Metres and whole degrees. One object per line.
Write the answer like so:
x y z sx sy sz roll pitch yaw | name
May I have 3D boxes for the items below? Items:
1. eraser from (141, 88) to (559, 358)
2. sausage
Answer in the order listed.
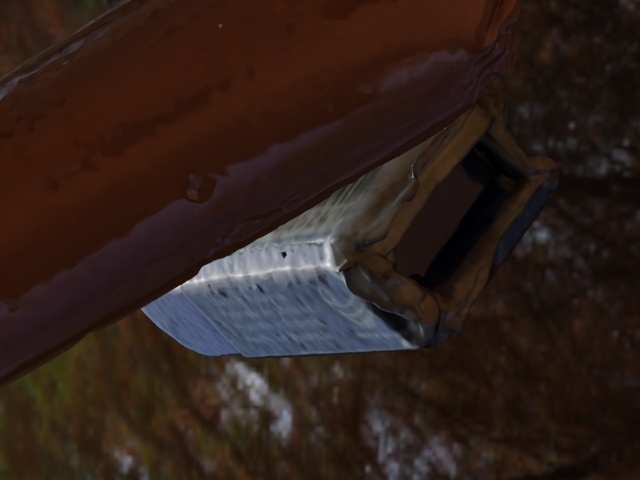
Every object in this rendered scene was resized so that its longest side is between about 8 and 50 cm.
0.000 0.000 1.063 0.155 0.101 0.332 -51 -160 -25 | eraser
-0.073 -0.018 0.513 0.289 0.086 0.086 -31 -147 4 | sausage
